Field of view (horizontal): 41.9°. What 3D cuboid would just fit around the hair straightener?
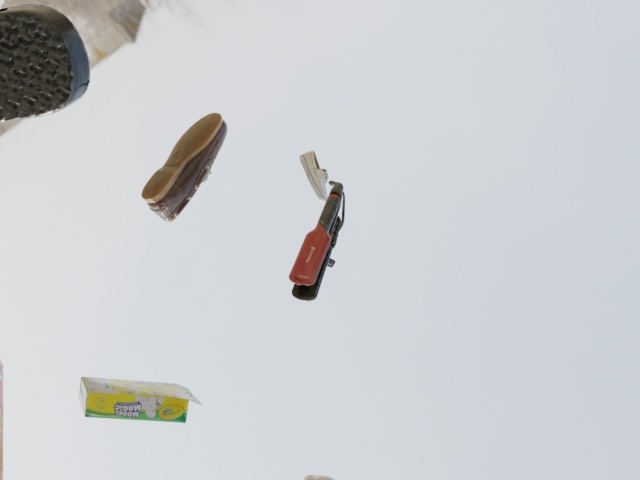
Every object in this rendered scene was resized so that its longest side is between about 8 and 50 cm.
[{"bbox_3d":[0.000,0.000,1.280,0.047,0.089,0.230,7,-129,10],"label":"hair straightener"}]

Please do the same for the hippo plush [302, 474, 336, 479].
[{"bbox_3d":[-0.019,0.519,1.306,0.294,0.234,0.236,-43,174,11],"label":"hippo plush"}]

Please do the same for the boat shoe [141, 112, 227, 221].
[{"bbox_3d":[-0.223,-0.125,1.432,0.073,0.073,0.207,17,-117,44],"label":"boat shoe"}]

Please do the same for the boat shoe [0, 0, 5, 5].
[{"bbox_3d":[-0.130,-0.126,0.266,0.098,0.109,0.302,16,-103,11],"label":"boat shoe"}]

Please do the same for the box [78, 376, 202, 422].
[{"bbox_3d":[-0.283,0.250,1.314,0.105,0.179,0.043,-165,-98,-68],"label":"box"}]

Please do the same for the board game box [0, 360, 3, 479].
[{"bbox_3d":[-0.438,0.125,0.497,0.356,0.356,0.356,-24,-147,-7],"label":"board game box"}]

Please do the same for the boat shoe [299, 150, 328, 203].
[{"bbox_3d":[-0.003,-0.112,1.458,0.035,0.035,0.100,-27,-111,9],"label":"boat shoe"}]

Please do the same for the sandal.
[{"bbox_3d":[-0.487,-0.213,1.065,0.446,0.167,0.107,1,-155,14],"label":"sandal"}]
